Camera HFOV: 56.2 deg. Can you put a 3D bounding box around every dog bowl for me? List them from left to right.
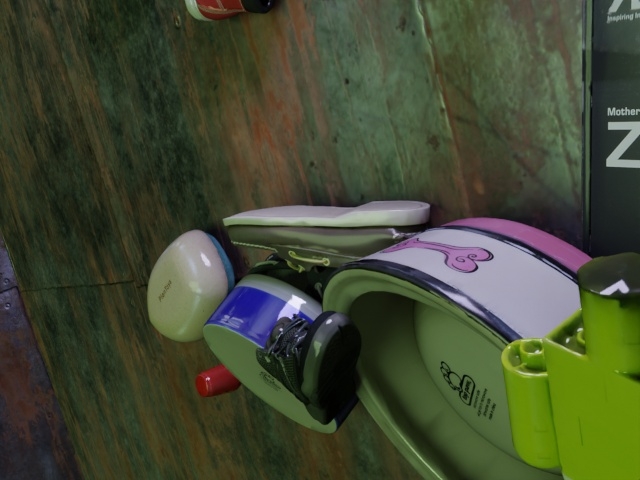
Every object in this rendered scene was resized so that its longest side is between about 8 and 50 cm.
[{"bbox_3d":[-0.053,0.180,0.943,0.264,0.104,0.265,29,151,18],"label":"dog bowl"},{"bbox_3d":[0.191,0.154,0.639,0.408,0.150,0.408,41,154,25],"label":"dog bowl"}]

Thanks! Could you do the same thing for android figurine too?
[{"bbox_3d":[0.211,0.143,0.335,0.248,0.056,0.273,26,138,52],"label":"android figurine"}]

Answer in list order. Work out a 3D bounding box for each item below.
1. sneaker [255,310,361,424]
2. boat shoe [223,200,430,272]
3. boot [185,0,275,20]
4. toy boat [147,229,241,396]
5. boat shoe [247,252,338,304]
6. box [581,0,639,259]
[{"bbox_3d":[-0.021,0.129,0.699,0.130,0.087,0.228,37,157,20],"label":"sneaker"},{"bbox_3d":[0.000,0.000,0.849,0.324,0.116,0.097,0,102,29],"label":"boat shoe"},{"bbox_3d":[-0.131,-0.451,0.863,0.176,0.088,0.245,10,117,40],"label":"boot"},{"bbox_3d":[-0.221,0.151,1.183,0.267,0.148,0.318,-44,66,42],"label":"toy boat"},{"bbox_3d":[0.006,0.081,0.929,0.302,0.091,0.115,4,109,46],"label":"boat shoe"},{"bbox_3d":[0.404,-0.062,0.440,0.394,0.097,0.319,11,113,45],"label":"box"}]
